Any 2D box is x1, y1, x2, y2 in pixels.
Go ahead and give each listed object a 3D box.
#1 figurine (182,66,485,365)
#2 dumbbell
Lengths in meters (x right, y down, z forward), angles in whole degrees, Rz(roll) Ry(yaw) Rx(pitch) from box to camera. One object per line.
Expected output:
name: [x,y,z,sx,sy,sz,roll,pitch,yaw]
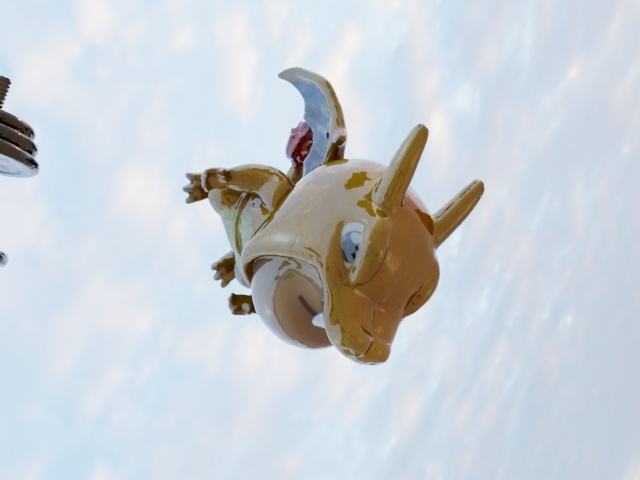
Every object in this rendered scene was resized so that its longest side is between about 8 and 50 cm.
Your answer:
figurine: [-0.010,-0.033,0.931,0.268,0.387,0.401,-10,-75,-39]
dumbbell: [-0.287,-0.036,0.554,0.099,0.099,0.209,32,-112,-56]
